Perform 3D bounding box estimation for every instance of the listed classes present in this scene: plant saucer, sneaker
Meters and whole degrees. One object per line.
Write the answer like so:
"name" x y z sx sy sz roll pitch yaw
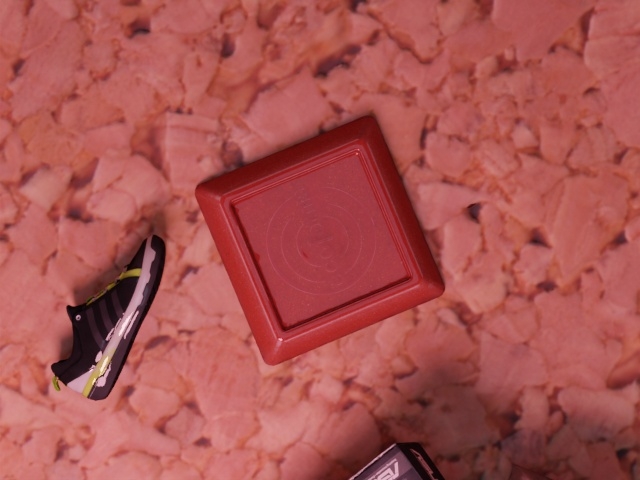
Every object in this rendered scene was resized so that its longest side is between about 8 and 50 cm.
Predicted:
"plant saucer" 0.000 0.000 1.779 0.259 0.048 0.258 -22 90 -1
"sneaker" -0.276 0.092 1.751 0.097 0.084 0.235 24 89 0

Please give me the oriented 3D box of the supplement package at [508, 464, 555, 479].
"supplement package" 0.314 0.419 1.736 0.203 0.149 0.194 22 90 0

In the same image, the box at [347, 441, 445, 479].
"box" 0.047 0.485 1.666 0.395 0.097 0.318 -41 70 13
